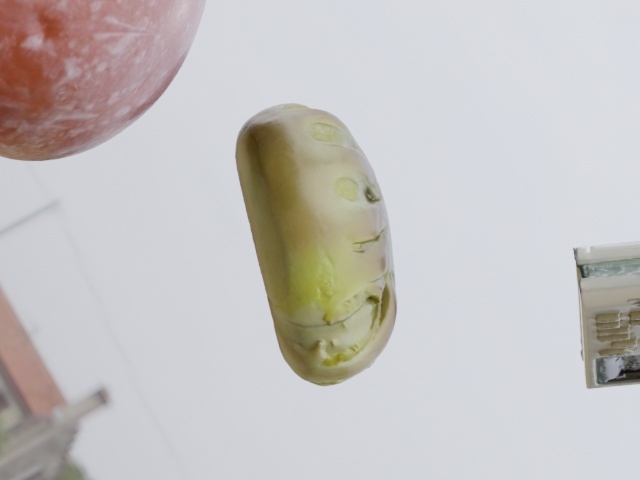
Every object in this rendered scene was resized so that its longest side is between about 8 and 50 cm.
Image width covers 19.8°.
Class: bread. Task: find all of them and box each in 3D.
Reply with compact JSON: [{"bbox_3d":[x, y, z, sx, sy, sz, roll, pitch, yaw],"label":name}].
[{"bbox_3d":[0.000,0.000,1.361,0.213,0.105,0.213,164,-90,-86],"label":"bread"}]

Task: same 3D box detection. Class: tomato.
[{"bbox_3d":[-0.183,-0.175,0.997,0.270,0.227,0.270,33,10,-6],"label":"tomato"}]

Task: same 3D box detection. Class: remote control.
[{"bbox_3d":[0.275,0.069,1.581,0.277,0.103,0.055,67,19,-67],"label":"remote control"}]
